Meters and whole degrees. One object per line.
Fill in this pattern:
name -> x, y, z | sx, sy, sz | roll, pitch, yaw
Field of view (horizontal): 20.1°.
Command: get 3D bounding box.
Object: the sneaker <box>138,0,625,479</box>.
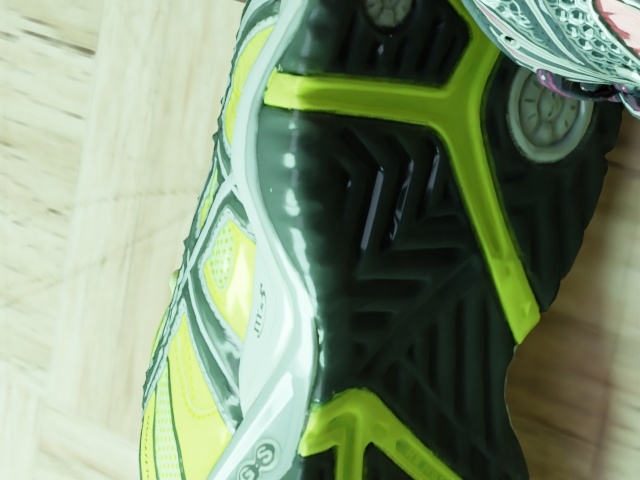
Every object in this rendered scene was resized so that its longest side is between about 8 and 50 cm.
sneaker -> 0.000, 0.000, 0.624 | 0.147, 0.145, 0.384 | 19, 99, 53

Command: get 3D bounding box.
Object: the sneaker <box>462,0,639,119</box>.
sneaker -> 0.116, -0.063, 0.497 | 0.112, 0.121, 0.299 | -41, 90, 27
